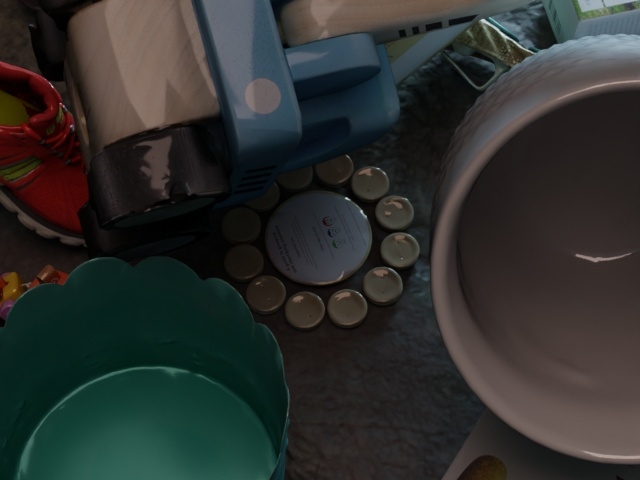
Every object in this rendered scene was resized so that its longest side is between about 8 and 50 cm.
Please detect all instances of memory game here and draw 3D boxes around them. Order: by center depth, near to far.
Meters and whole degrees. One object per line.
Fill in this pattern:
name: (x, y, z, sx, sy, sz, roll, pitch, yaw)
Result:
memory game: (0.000, 0.000, 1.551, 0.186, 0.012, 0.186, 0, 63, 1)

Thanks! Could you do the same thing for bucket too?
bucket: (-0.153, 0.172, 1.367, 0.281, 0.183, 0.281, 0, 61, 1)

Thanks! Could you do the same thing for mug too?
mug: (0.264, -0.044, 1.273, 0.374, 0.328, 0.276, -29, 102, 12)

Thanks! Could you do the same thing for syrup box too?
syrup box: (0.342, -0.246, 1.628, 0.236, 0.096, 0.093, -12, 64, -6)

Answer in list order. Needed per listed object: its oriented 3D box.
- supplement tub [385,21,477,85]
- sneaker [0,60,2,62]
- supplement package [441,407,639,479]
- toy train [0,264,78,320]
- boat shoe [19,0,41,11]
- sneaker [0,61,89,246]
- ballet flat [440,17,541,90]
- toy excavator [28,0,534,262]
supplement tub: (0.076, -0.288, 1.504, 0.316, 0.228, 0.228, -37, 59, 29)
sneaker: (-0.340, -0.141, 1.592, 0.104, 0.095, 0.236, -22, 64, -23)
supplement package: (0.162, 0.230, 1.357, 0.139, 0.134, 0.244, 28, 66, 15)
toy train: (-0.285, 0.068, 1.469, 0.166, 0.046, 0.125, -44, 34, -17)
boat shoe: (-0.142, -0.328, 1.659, 0.355, 0.130, 0.132, -20, 63, -10)
sneaker: (-0.249, -0.086, 1.489, 0.279, 0.118, 0.107, 29, 57, -25)
ballet flat: (0.183, -0.164, 1.614, 0.206, 0.073, 0.067, 32, 93, 19)
toy excavator: (0.015, -0.166, 1.308, 0.445, 0.433, 0.222, -15, 83, -12)
